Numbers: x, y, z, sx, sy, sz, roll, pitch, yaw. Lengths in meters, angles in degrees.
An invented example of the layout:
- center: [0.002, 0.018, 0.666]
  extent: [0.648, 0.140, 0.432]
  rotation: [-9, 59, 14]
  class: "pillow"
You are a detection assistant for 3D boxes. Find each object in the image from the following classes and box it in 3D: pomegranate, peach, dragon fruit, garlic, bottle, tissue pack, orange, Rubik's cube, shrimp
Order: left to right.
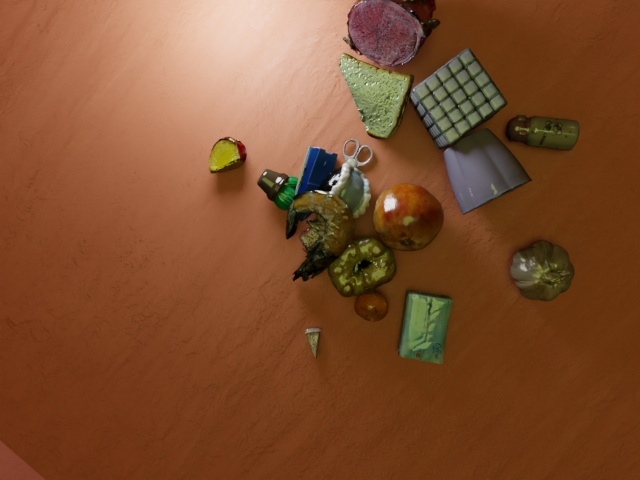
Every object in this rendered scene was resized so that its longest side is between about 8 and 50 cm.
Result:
- center: [-0.366, -0.331, 1.820]
  extent: [0.127, 0.092, 0.172]
  rotation: [46, 112, 5]
  class: "peach"
- center: [-0.040, -0.005, 1.721]
  extent: [0.272, 0.085, 0.445]
  rotation: [38, 130, 8]
  class: "shrimp"
- center: [0.202, 0.255, 1.796]
  extent: [0.135, 0.135, 0.117]
  rotation: [32, 76, 3]
  class: "orange"
- center: [0.275, -0.796, 1.614]
  extent: [0.314, 0.296, 0.263]
  rotation: [24, 65, 7]
  class: "dragon fruit"
- center: [0.325, -0.096, 1.694]
  extent: [0.252, 0.229, 0.270]
  rotation: [11, 55, 7]
  class: "pomegranate"
- center: [0.408, 0.338, 1.798]
  extent: [0.177, 0.089, 0.263]
  rotation: [8, 98, 5]
  class: "tissue pack"
- center: [0.470, -0.485, 1.615]
  extent: [0.237, 0.237, 0.238]
  rotation: [-34, 90, 11]
  class: "Rubik's cube"
- center: [0.791, -0.391, 1.649]
  extent: [0.233, 0.110, 0.110]
  rotation: [9, 98, 6]
  class: "bottle"
- center: [0.819, 0.117, 1.686]
  extent: [0.228, 0.152, 0.228]
  rotation: [2, 99, 14]
  class: "garlic"

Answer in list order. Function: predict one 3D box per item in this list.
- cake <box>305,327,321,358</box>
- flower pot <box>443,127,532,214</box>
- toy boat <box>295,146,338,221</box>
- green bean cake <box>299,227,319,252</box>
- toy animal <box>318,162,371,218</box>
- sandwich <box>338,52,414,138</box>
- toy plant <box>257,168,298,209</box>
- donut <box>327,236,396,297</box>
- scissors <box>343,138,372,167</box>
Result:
- center: [-0.031, 0.422, 1.887]
  extent: [0.065, 0.052, 0.121]
  rotation: [2, 98, 2]
  class: "cake"
- center: [0.577, -0.255, 1.629]
  extent: [0.265, 0.265, 0.243]
  rotation: [-25, 86, 10]
  class: "flower pot"
- center: [-0.034, -0.213, 1.785]
  extent: [0.129, 0.088, 0.295]
  rotation: [11, 104, -34]
  class: "toy boat"
- center: [0.000, 0.000, 1.828]
  extent: [0.135, 0.056, 0.136]
  rotation: [-32, 92, 9]
  class: "green bean cake"
- center: [0.094, -0.167, 1.721]
  extent: [0.204, 0.156, 0.208]
  rotation: [36, 103, -27]
  class: "toy animal"
- center: [0.178, -0.525, 1.690]
  extent: [0.288, 0.099, 0.254]
  rotation: [23, 116, 6]
  class: "sandwich"
- center: [-0.148, -0.201, 1.806]
  extent: [0.200, 0.105, 0.143]
  rotation: [34, 79, -17]
  class: "toy plant"
- center: [0.159, 0.095, 1.782]
  extent: [0.261, 0.128, 0.208]
  rotation: [-21, 93, 9]
  class: "donut"
- center: [0.105, -0.272, 1.793]
  extent: [0.118, 0.030, 0.242]
  rotation: [28, 101, -1]
  class: "scissors"
